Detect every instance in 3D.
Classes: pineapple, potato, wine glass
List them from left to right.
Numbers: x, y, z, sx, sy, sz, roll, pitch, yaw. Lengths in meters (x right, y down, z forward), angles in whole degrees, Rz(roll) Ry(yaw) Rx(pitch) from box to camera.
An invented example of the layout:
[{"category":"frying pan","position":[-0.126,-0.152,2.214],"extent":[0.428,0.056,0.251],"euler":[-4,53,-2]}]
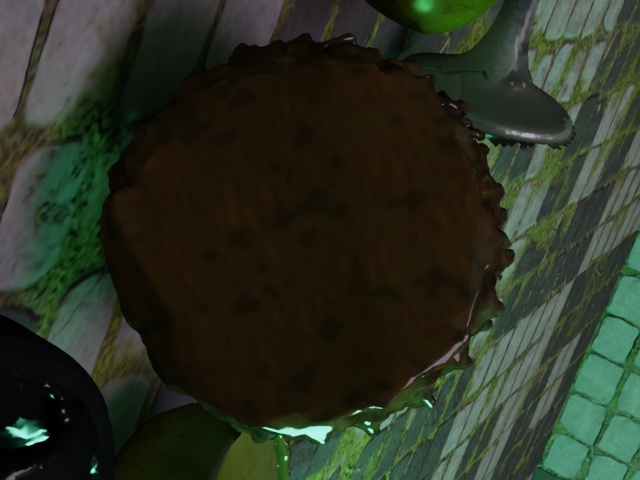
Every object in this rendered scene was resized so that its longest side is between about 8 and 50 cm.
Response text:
[{"category":"potato","position":[-0.096,0.217,0.961],"extent":[0.160,0.111,0.272],"euler":[-45,143,-58]},{"category":"pineapple","position":[0.000,0.000,0.880],"extent":[0.362,0.202,0.202],"euler":[8,107,-88]},{"category":"wine glass","position":[0.161,-0.224,1.056],"extent":[0.143,0.143,0.321],"euler":[-30,144,-63]}]

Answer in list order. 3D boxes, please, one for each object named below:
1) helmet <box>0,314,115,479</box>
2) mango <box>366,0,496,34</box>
[{"category":"helmet","position":[-0.194,0.097,0.426],"extent":[0.279,0.160,0.230],"euler":[-19,136,-49]},{"category":"mango","position":[0.072,-0.183,0.942],"extent":[0.178,0.100,0.119],"euler":[-43,151,-75]}]
